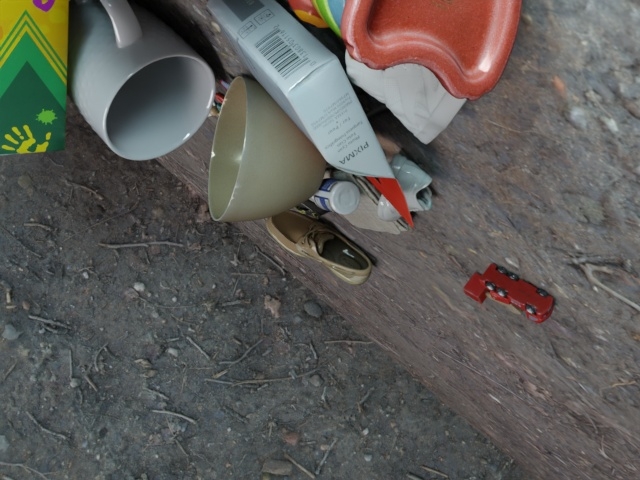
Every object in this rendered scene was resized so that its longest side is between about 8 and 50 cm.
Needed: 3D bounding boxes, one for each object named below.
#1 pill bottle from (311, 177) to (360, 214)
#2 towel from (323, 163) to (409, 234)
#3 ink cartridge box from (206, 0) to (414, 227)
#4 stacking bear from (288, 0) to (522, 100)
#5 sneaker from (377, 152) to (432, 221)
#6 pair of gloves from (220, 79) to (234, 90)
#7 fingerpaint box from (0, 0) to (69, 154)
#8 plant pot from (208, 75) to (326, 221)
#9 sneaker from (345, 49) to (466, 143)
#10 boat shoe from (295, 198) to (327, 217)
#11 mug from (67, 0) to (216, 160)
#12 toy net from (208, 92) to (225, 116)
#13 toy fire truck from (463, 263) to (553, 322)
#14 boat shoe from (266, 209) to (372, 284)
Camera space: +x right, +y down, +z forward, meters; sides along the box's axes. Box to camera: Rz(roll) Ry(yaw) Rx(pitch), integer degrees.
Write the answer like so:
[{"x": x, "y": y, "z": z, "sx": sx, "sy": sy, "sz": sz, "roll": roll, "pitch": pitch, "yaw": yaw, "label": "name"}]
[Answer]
[{"x": 0.025, "y": -0.092, "z": 1.398, "sx": 0.067, "sy": 0.067, "sz": 0.120, "roll": 46, "pitch": 168, "yaw": -25, "label": "pill bottle"}, {"x": 0.081, "y": -0.097, "z": 1.497, "sx": 0.187, "sy": 0.049, "sz": 0.282, "roll": 46, "pitch": 168, "yaw": -20, "label": "towel"}, {"x": -0.010, "y": -0.194, "z": 1.103, "sx": 0.308, "sy": 0.091, "sz": 0.385, "roll": 53, "pitch": 177, "yaw": 42, "label": "ink cartridge box"}, {"x": 0.051, "y": -0.266, "z": 0.700, "sx": 0.175, "sy": 0.164, "sz": 0.289, "roll": 10, "pitch": -162, "yaw": -31, "label": "stacking bear"}, {"x": 0.161, "y": -0.076, "z": 1.267, "sx": 0.094, "sy": 0.080, "sz": 0.212, "roll": 26, "pitch": 164, "yaw": 12, "label": "sneaker"}, {"x": -0.130, "y": -0.288, "z": 1.511, "sx": 0.159, "sy": 0.023, "sz": 0.198, "roll": 26, "pitch": 165, "yaw": 46, "label": "pair of gloves"}, {"x": -0.660, "y": -0.462, "z": 1.441, "sx": 0.445, "sy": 0.163, "sz": 0.371, "roll": 60, "pitch": 145, "yaw": 32, "label": "fingerpaint box"}, {"x": -0.097, "y": -0.166, "z": 1.374, "sx": 0.191, "sy": 0.284, "sz": 0.284, "roll": 8, "pitch": -179, "yaw": -22, "label": "plant pot"}, {"x": 0.107, "y": -0.216, "z": 0.820, "sx": 0.169, "sy": 0.108, "sz": 0.292, "roll": 38, "pitch": 170, "yaw": -1, "label": "sneaker"}, {"x": -0.024, "y": -0.089, "z": 1.614, "sx": 0.081, "sy": 0.069, "sz": 0.228, "roll": 53, "pitch": -168, "yaw": 13, "label": "boat shoe"}, {"x": -0.435, "y": -0.409, "z": 1.478, "sx": 0.328, "sy": 0.276, "sz": 0.374, "roll": 46, "pitch": 158, "yaw": 24, "label": "mug"}, {"x": -0.262, "y": -0.325, "z": 1.741, "sx": 0.232, "sy": 0.045, "sz": 0.122, "roll": 31, "pitch": 165, "yaw": 41, "label": "toy net"}, {"x": 0.364, "y": 0.108, "z": 1.346, "sx": 0.192, "sy": 0.047, "sz": 0.135, "roll": 32, "pitch": 166, "yaw": 32, "label": "toy fire truck"}, {"x": 0.000, "y": 0.000, "z": 1.963, "sx": 0.341, "sy": 0.121, "sz": 0.110, "roll": 29, "pitch": 162, "yaw": 7, "label": "boat shoe"}]
